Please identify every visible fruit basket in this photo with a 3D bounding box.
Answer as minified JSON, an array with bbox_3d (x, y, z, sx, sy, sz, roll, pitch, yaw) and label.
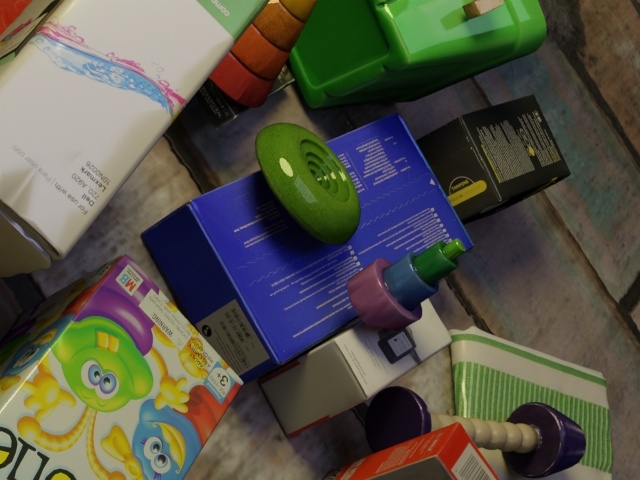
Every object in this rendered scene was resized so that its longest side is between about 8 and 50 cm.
[{"bbox_3d":[0.111,-0.348,1.529,0.392,0.283,0.392,11,72,-36],"label":"fruit basket"}]

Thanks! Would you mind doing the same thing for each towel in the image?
[{"bbox_3d":[0.228,0.264,1.528,0.248,0.038,0.324,21,56,-37],"label":"towel"}]

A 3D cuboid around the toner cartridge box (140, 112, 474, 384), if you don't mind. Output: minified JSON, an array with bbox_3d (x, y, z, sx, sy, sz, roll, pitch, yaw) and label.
[{"bbox_3d":[0.000,0.000,1.396,0.348,0.075,0.165,-26,88,-51],"label":"toner cartridge box"}]

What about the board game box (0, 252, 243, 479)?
[{"bbox_3d":[-0.197,0.162,1.042,0.144,0.142,0.275,49,41,-15],"label":"board game box"}]

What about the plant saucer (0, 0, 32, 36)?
[{"bbox_3d":[-0.251,-0.180,1.254,0.258,0.048,0.259,46,41,-19],"label":"plant saucer"}]

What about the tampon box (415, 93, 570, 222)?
[{"bbox_3d":[0.171,-0.079,1.592,0.161,0.120,0.101,-20,83,-50],"label":"tampon box"}]

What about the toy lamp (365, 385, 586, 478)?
[{"bbox_3d":[0.161,0.188,1.407,0.275,0.080,0.080,10,61,-45],"label":"toy lamp"}]

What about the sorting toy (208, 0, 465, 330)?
[{"bbox_3d":[0.015,-0.100,1.297,0.365,0.126,0.127,59,23,12],"label":"sorting toy"}]

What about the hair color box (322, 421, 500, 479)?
[{"bbox_3d":[0.078,0.229,1.280,0.093,0.167,0.053,55,41,-9],"label":"hair color box"}]

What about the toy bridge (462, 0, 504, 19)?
[{"bbox_3d":[0.132,-0.309,1.395,0.063,0.026,0.188,-27,96,-23],"label":"toy bridge"}]

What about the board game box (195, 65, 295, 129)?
[{"bbox_3d":[-0.093,-0.184,1.403,0.126,0.026,0.186,57,23,-6],"label":"board game box"}]

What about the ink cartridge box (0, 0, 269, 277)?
[{"bbox_3d":[-0.189,-0.113,1.096,0.117,0.201,0.278,44,65,-19],"label":"ink cartridge box"}]

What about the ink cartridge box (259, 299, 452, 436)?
[{"bbox_3d":[0.035,0.111,1.346,0.150,0.109,0.063,-26,85,-51],"label":"ink cartridge box"}]
